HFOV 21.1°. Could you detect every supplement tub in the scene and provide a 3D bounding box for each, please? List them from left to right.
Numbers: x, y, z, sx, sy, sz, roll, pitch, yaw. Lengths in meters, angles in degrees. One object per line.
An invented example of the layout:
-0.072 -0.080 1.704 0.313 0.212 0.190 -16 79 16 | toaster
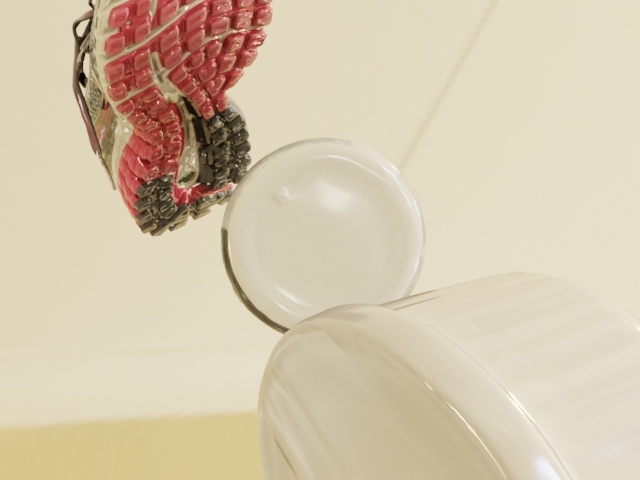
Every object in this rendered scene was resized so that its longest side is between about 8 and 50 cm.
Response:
0.000 0.000 1.038 0.117 0.117 0.190 -17 1 -1 | supplement tub

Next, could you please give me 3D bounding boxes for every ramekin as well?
0.092 0.139 0.798 0.127 0.273 0.273 -22 -28 -26 | ramekin

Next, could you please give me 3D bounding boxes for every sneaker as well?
-0.112 -0.122 1.090 0.121 0.112 0.299 -27 -26 -25 | sneaker
